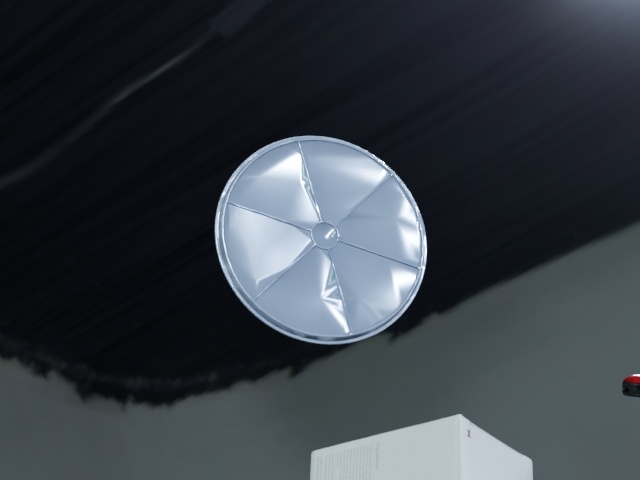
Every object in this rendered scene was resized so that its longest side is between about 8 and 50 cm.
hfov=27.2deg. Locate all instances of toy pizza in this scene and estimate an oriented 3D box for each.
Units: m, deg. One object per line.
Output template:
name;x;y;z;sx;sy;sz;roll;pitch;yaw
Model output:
toy pizza;0.000;0.000;1.212;0.201;0.201;0.032;64;-23;11

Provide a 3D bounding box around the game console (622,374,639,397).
game console;0.246;0.121;0.709;0.124;0.144;0.085;12;81;-56

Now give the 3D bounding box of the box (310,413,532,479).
box;0.093;0.241;1.226;0.130;0.170;0.091;35;47;-41
